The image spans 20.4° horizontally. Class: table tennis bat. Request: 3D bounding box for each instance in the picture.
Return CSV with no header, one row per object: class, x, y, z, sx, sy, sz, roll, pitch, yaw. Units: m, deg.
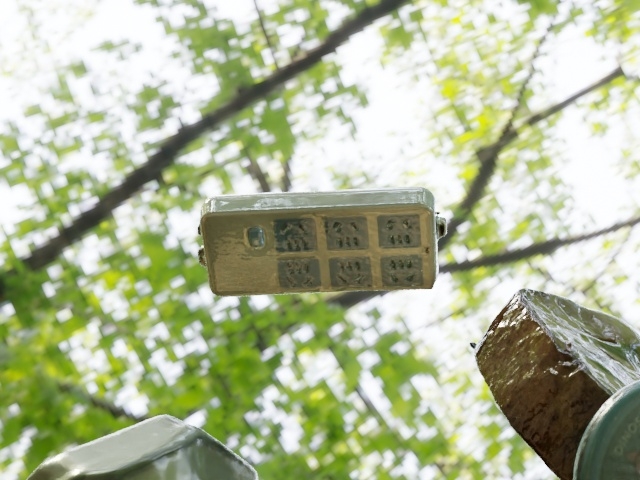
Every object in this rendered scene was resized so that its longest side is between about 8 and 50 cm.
table tennis bat,0.227,0.170,1.062,0.201,0.124,0.033,53,-16,-15

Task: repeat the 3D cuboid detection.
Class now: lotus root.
lotus root,0.185,0.106,1.205,0.170,0.261,0.074,30,-72,-23

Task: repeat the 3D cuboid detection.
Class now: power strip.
power strip,0.000,0.000,1.345,0.192,0.035,0.081,-2,-52,3

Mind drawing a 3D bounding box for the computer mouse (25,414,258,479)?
computer mouse,-0.159,0.300,1.118,0.145,0.228,0.429,49,-60,33
